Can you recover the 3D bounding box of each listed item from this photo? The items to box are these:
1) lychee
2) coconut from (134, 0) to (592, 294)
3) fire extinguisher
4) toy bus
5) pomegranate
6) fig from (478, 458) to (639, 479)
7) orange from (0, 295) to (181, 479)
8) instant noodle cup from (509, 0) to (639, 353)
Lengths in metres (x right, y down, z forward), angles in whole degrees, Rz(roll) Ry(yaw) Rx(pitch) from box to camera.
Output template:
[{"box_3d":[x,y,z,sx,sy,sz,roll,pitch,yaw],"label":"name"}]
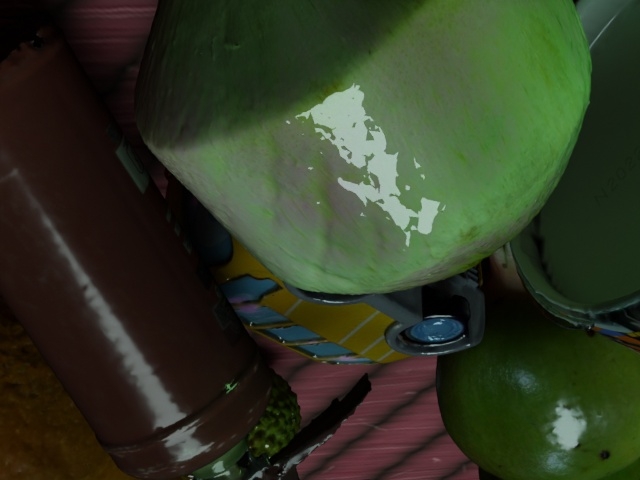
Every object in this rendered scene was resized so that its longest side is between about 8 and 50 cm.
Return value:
[{"box_3d":[-0.085,0.144,1.298,0.146,0.114,0.114,-29,150,-10],"label":"lychee"},{"box_3d":[0.015,-0.089,0.880,0.236,0.204,0.236,14,141,12],"label":"coconut"},{"box_3d":[-0.087,0.031,0.972,0.147,0.106,0.337,-30,111,4],"label":"fire extinguisher"},{"box_3d":[0.000,0.000,1.090,0.136,0.126,0.209,-20,148,30],"label":"toy bus"},{"box_3d":[0.157,0.064,1.217,0.180,0.180,0.209,-17,119,8],"label":"pomegranate"},{"box_3d":[0.268,0.164,1.411,0.275,0.206,0.206,-39,145,0],"label":"fig"},{"box_3d":[-0.208,0.132,1.115,0.264,0.264,0.264,-8,148,-5],"label":"orange"},{"box_3d":[0.250,-0.035,0.988,0.214,0.296,0.296,18,138,-27],"label":"instant noodle cup"}]
